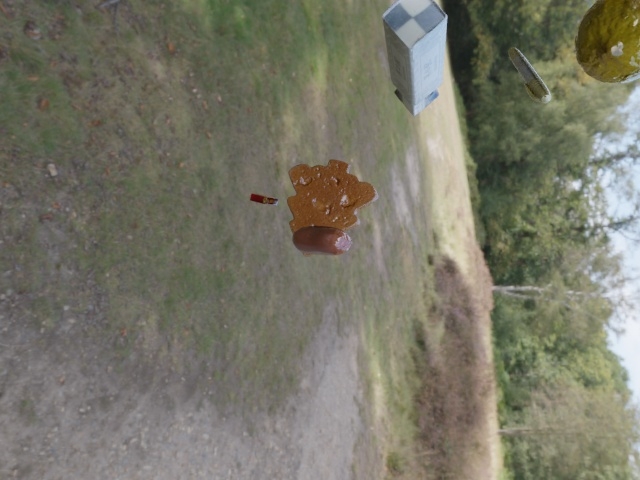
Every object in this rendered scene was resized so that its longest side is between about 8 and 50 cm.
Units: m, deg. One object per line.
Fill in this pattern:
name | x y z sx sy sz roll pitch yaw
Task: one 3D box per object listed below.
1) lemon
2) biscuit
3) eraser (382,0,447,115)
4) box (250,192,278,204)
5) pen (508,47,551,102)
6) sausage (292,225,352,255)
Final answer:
lemon | 0.652 -0.439 1.091 0.231 0.192 0.192 -45 130 -34
biscuit | 0.008 -0.095 1.519 0.043 0.284 0.306 41 69 -78
eraser | 0.213 -0.405 1.151 0.098 0.096 0.404 53 5 11
box | -0.163 -0.119 1.484 0.082 0.052 0.023 -4 108 -70
pen | 0.492 -0.396 1.218 0.032 0.040 0.233 41 29 -38
sausage | 0.000 0.000 1.242 0.077 0.194 0.077 -1 92 -38
